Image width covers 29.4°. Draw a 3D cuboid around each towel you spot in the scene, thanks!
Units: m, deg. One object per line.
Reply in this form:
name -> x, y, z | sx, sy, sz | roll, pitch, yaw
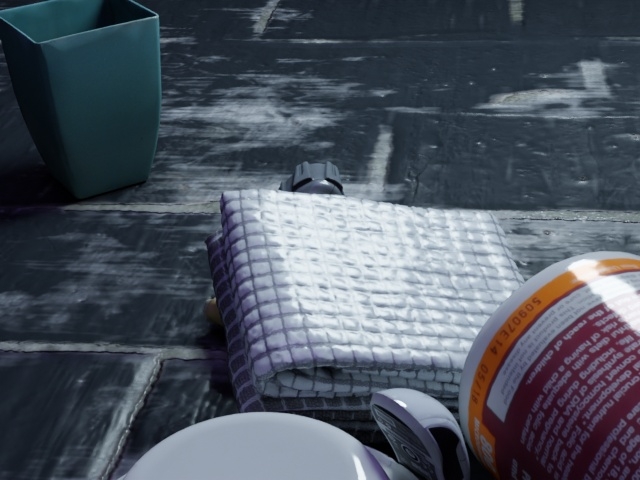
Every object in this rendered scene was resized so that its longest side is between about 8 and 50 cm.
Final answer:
towel -> 0.049, 0.069, 1.106 | 0.284, 0.121, 0.235 | 4, 40, -18

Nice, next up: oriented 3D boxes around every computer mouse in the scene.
computer mouse -> 0.093, 0.168, 0.943 | 0.042, 0.193, 0.106 | -43, 49, -17

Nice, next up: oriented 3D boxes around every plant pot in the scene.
plant pot -> -0.307, -0.187, 1.612 | 0.165, 0.234, 0.166 | -19, 31, -26

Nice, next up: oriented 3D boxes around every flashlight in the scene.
flashlight -> 0.000, 0.000, 1.366 | 0.103, 0.103, 0.304 | -4, 29, 1

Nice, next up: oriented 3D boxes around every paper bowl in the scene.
paper bowl -> -0.047, 0.235, 0.884 | 0.284, 0.148, 0.284 | -2, 29, 1

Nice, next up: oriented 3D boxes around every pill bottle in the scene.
pill bottle -> 0.281, 0.185, 0.860 | 0.224, 0.224, 0.392 | -13, 29, -18

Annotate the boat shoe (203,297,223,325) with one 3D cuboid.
boat shoe -> -0.088, 0.074, 1.290 | 0.072, 0.068, 0.190 | -14, 18, 5
